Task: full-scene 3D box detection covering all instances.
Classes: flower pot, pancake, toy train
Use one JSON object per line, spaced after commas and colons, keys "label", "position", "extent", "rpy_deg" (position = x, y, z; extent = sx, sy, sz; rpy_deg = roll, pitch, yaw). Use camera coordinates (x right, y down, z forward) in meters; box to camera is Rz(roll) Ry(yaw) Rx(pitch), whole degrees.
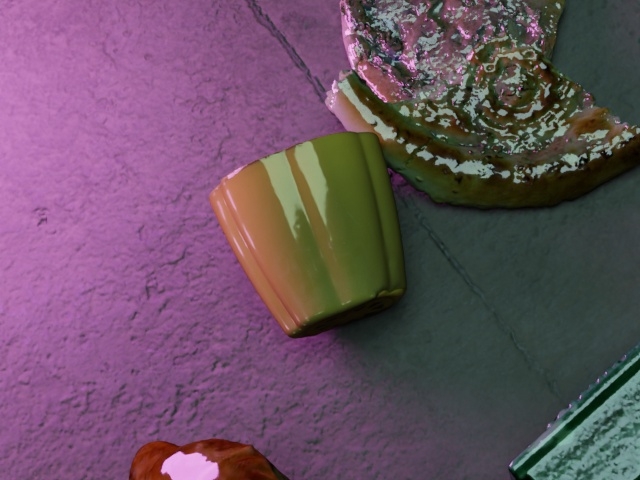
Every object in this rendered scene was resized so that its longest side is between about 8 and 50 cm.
{"label": "flower pot", "position": [0.000, 0.000, 1.791], "extent": [0.195, 0.195, 0.179], "rpy_deg": [-21, 81, 0]}
{"label": "pancake", "position": [0.147, -0.260, 1.934], "extent": [0.282, 0.049, 0.283], "rpy_deg": [-3, 70, 8]}
{"label": "pancake", "position": [0.191, -0.134, 1.844], "extent": [0.376, 0.054, 0.197], "rpy_deg": [3, 87, 2]}
{"label": "toy train", "position": [0.336, 0.227, 1.664], "extent": [0.266, 0.145, 0.202], "rpy_deg": [-41, 65, -9]}

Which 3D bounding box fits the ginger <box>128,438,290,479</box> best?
{"label": "ginger", "position": [-0.102, 0.349, 1.684], "extent": [0.274, 0.152, 0.358], "rpy_deg": [-26, 65, 19]}
